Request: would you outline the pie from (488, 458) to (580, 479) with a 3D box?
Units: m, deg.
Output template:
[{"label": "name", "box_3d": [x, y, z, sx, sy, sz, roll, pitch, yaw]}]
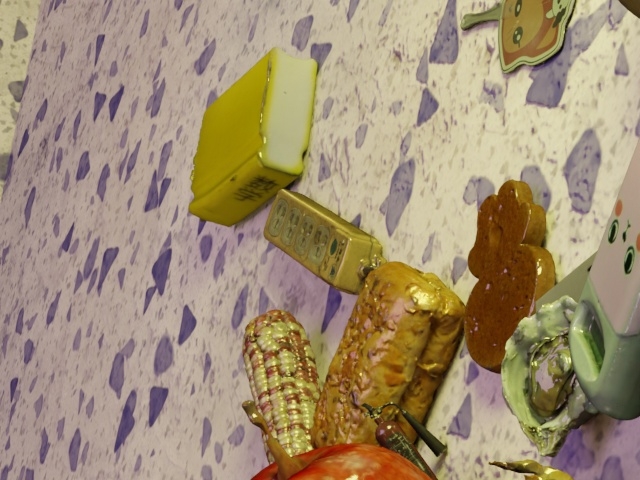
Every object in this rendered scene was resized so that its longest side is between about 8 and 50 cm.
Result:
[{"label": "pie", "box_3d": [0.128, 0.285, 1.306, 0.308, 0.085, 0.308, -22, 45, 23]}]

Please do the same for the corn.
[{"label": "corn", "box_3d": [-0.034, 0.172, 1.921, 0.079, 0.079, 0.237, -57, 29, 36]}]

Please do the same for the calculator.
[{"label": "calculator", "box_3d": [0.230, 0.014, 1.306, 0.141, 0.045, 0.246, -94, 20, -69]}]

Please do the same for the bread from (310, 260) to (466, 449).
[{"label": "bread", "box_3d": [0.059, 0.126, 1.732, 0.114, 0.083, 0.211, 43, 117, 61]}]

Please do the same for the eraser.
[{"label": "eraser", "box_3d": [-0.084, -0.120, 2.245, 0.226, 0.069, 0.158, -35, 42, 58]}]

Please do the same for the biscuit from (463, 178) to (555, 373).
[{"label": "biscuit", "box_3d": [0.165, 0.031, 1.613, 0.124, 0.026, 0.175, -41, 40, 51]}]

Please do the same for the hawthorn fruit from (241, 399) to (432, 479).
[{"label": "hawthorn fruit", "box_3d": [0.005, 0.250, 1.517, 0.242, 0.242, 0.272, -27, 86, 61]}]

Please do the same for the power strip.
[{"label": "power strip", "box_3d": [0.000, 0.000, 2.000, 0.305, 0.044, 0.064, 33, 105, 66]}]

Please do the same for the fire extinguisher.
[{"label": "fire extinguisher", "box_3d": [0.079, 0.178, 1.662, 0.046, 0.100, 0.032, -36, -7, 10]}]

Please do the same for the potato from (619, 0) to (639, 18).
[{"label": "potato", "box_3d": [0.270, -0.267, 1.403, 0.178, 0.160, 0.235, 56, -155, -69]}]

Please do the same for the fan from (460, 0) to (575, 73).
[{"label": "fan", "box_3d": [0.184, -0.219, 1.758, 0.220, 0.009, 0.132, -1, 74, 67]}]

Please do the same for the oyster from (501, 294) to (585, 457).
[{"label": "oyster", "box_3d": [0.185, 0.101, 1.436, 0.100, 0.037, 0.098, -46, 55, 19]}]

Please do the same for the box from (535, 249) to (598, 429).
[{"label": "box", "box_3d": [0.229, 0.059, 1.430, 0.177, 0.036, 0.115, -46, 38, 50]}]
